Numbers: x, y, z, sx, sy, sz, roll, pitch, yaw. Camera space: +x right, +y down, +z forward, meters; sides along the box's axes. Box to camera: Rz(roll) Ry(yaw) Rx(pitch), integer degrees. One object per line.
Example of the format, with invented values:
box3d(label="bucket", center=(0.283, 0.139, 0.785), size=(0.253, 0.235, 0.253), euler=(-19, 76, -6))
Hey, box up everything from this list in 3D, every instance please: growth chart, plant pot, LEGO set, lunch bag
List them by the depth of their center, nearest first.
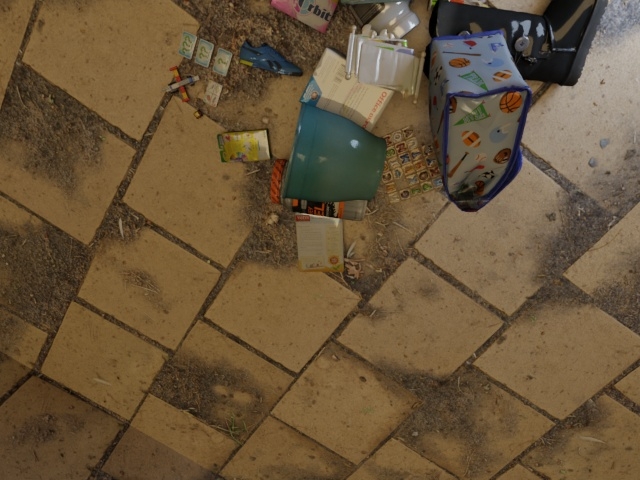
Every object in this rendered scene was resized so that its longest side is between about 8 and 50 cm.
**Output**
box3d(label="growth chart", center=(0.180, -0.494, 1.170), size=(0.237, 0.021, 0.172), euler=(15, 90, -6))
box3d(label="lunch bag", center=(0.422, -0.319, 1.172), size=(0.238, 0.328, 0.386), euler=(-1, 137, 10))
box3d(label="plant pot", center=(0.042, -0.224, 1.197), size=(0.255, 0.272, 0.272), euler=(13, 112, -6))
box3d(label="LEGO set", center=(-0.414, -0.535, 1.391), size=(0.182, 0.060, 0.244), euler=(26, 112, 0))

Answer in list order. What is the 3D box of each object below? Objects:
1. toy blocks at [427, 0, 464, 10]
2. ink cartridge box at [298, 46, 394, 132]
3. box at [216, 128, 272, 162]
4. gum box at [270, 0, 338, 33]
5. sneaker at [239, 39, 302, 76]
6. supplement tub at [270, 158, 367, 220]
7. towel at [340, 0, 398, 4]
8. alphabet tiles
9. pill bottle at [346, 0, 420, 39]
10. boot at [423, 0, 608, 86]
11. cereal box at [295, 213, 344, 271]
box3d(label="toy blocks", center=(0.396, -0.723, 1.224), size=(0.148, 0.054, 0.123), euler=(9, 111, 3))
box3d(label="ink cartridge box", center=(0.085, -0.447, 1.283), size=(0.232, 0.168, 0.171), euler=(30, 115, -6))
box3d(label="box", center=(-0.264, -0.327, 1.462), size=(0.179, 0.043, 0.105), euler=(-3, 111, 5))
box3d(label="gum box", center=(-0.052, -0.711, 1.243), size=(0.188, 0.062, 0.107), euler=(19, 120, -20))
box3d(label="sneaker", center=(-0.153, -0.577, 1.337), size=(0.209, 0.069, 0.082), euler=(16, 109, 0))
box3d(label="supplement tub", center=(0.003, -0.178, 1.408), size=(0.315, 0.194, 0.194), euler=(8, 112, 4))
box3d(label="towel", center=(0.213, -0.782, 1.050), size=(0.374, 0.090, 0.321), euler=(-11, 110, -9))
box3d(label="alphabet tiles", center=(0.296, -0.261, 1.441), size=(0.198, 0.009, 0.237), euler=(-19, 108, 14))
box3d(label="pill bottle", center=(0.154, -0.699, 1.203), size=(0.162, 0.162, 0.278), euler=(-34, 104, 17))
box3d(label="boot", center=(0.537, -0.638, 1.193), size=(0.444, 0.146, 0.367), euler=(6, 113, 6))
box3d(label="cereal box", center=(0.000, 0.000, 1.556), size=(0.172, 0.047, 0.240), euler=(1, 111, 6))
